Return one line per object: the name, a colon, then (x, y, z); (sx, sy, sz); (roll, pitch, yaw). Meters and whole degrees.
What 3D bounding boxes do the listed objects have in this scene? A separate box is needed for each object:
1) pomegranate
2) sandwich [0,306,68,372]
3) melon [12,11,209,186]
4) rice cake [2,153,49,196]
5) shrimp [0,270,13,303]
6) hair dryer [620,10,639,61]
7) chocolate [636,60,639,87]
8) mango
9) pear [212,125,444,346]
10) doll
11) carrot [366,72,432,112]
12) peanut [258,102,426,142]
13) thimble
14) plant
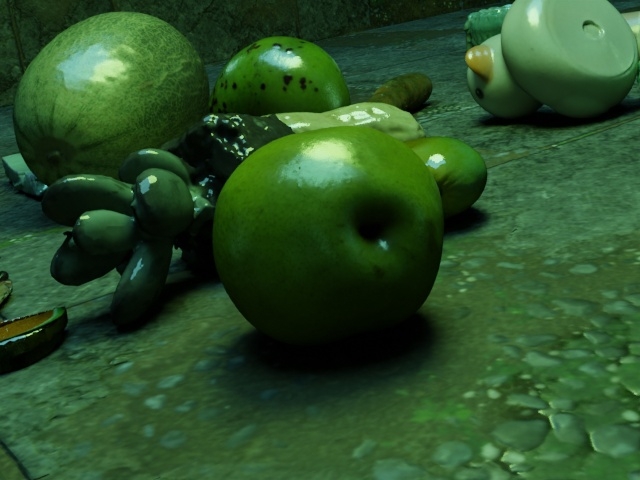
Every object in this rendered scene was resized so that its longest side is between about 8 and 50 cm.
pomegranate: (-0.057, -0.164, 1.244); (0.202, 0.202, 0.247); (-4, 45, 15)
sandwich: (-0.252, 0.083, 0.773); (0.069, 0.026, 0.101); (-10, 13, 10)
melon: (-0.290, -0.186, 1.288); (0.249, 0.248, 0.329); (-2, 27, 23)
rice cake: (-0.431, -0.112, 1.468); (0.127, 0.043, 0.237); (-16, 19, -25)
shrimp: (-0.390, 0.047, 0.919); (0.152, 0.046, 0.219); (-16, 22, -20)
hair dryer: (0.633, -0.378, 1.750); (0.189, 0.106, 0.344); (-1, 9, 30)
chocolate: (0.498, -0.223, 1.273); (0.110, 0.110, 0.291); (-6, 14, 8)
mango: (0.100, -0.063, 0.982); (0.122, 0.085, 0.191); (-26, 12, -20)
pear: (0.000, 0.000, 0.718); (0.180, 0.166, 0.216); (-30, 1, -21)
doll: (0.336, -0.260, 1.373); (0.251, 0.221, 0.221); (3, 12, -21)
carrot: (0.107, -0.224, 1.529); (0.070, 0.070, 0.342); (0, 20, 27)
peanut: (0.009, -0.103, 1.095); (0.257, 0.123, 0.123); (-12, 17, -14)
thimble: (0.383, -0.375, 1.745); (0.235, 0.143, 0.198); (-1, 18, 30)
plant: (-0.134, -0.032, 0.873); (0.275, 0.146, 0.149); (-29, -18, -45)
